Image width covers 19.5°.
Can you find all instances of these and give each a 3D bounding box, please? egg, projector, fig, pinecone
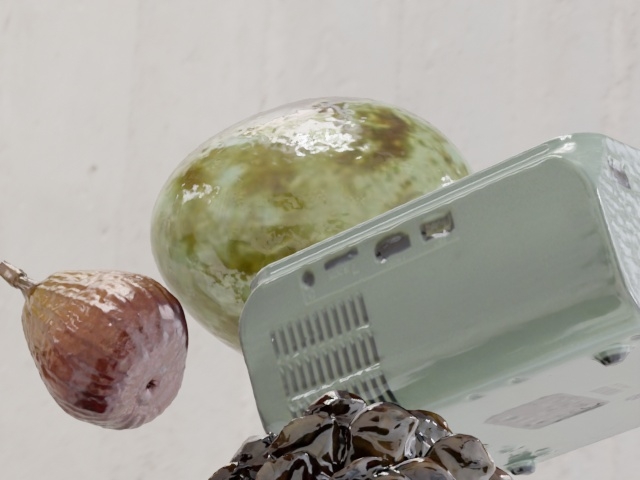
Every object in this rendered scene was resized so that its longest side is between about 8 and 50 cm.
[{"bbox_3d":[0.000,0.000,1.533,0.289,0.238,0.238,1,77,-19],"label":"egg"},{"bbox_3d":[0.106,0.046,0.941,0.250,0.198,0.108,13,58,-59],"label":"projector"},{"bbox_3d":[-0.168,0.070,1.294,0.153,0.119,0.119,17,72,-1],"label":"fig"},{"bbox_3d":[0.011,0.125,0.723,0.140,0.121,0.140,0,91,-21],"label":"pinecone"}]
